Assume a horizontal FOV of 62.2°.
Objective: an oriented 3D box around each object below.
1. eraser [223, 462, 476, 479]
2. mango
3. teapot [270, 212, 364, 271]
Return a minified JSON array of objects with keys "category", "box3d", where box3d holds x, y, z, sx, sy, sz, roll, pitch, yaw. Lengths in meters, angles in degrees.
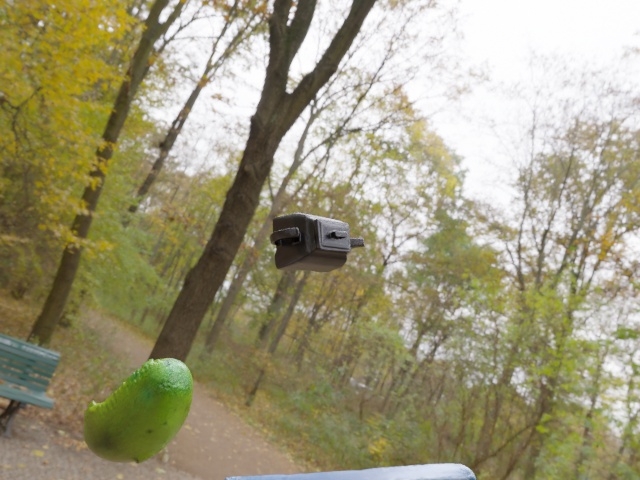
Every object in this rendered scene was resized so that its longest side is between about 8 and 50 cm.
[{"category":"eraser","box3d":[0.034,0.343,0.622,0.312,0.144,0.042,3,1,-16]},{"category":"mango","box3d":[-0.227,0.221,0.686,0.100,0.178,0.119,48,24,17]},{"category":"teapot","box3d":[0.000,0.000,0.847,0.177,0.087,0.096,8,-17,-44]}]
